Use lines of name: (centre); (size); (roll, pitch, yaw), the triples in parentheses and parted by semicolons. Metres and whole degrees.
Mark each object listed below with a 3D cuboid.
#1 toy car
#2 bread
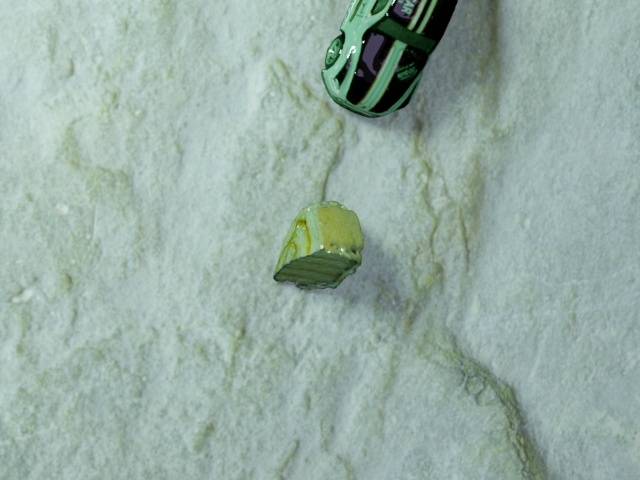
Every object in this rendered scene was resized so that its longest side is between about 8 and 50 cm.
toy car: (0.117, -0.316, 1.815); (0.136, 0.125, 0.305); (22, 94, -23)
bread: (-0.003, 0.000, 1.869); (0.103, 0.156, 0.110); (12, 66, -28)
